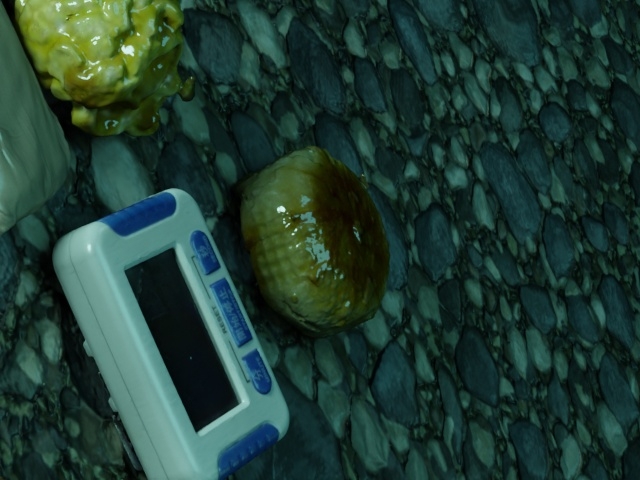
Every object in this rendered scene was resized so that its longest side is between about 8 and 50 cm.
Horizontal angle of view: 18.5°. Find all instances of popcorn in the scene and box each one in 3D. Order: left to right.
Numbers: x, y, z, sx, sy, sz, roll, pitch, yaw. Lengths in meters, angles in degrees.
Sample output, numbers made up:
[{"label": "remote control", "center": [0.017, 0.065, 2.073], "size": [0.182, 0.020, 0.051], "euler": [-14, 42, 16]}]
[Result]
[{"label": "popcorn", "center": [-0.191, -0.179, 1.758], "size": [0.180, 0.170, 0.180], "euler": [-58, 164, -26]}]

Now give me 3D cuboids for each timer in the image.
[{"label": "timer", "center": [-0.136, 0.091, 1.754], "size": [0.178, 0.078, 0.253], "euler": [-27, 95, -57]}]

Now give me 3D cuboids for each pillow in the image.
[{"label": "pillow", "center": [-0.297, -0.143, 1.643], "size": [0.270, 0.067, 0.173], "euler": [64, 26, -10]}]

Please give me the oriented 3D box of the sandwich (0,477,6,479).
[{"label": "sandwich", "center": [-0.287, 0.245, 1.350], "size": [0.301, 0.162, 0.250], "euler": [23, 33, -13]}]

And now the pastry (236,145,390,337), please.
[{"label": "pastry", "center": [0.000, 0.000, 2.004], "size": [0.182, 0.093, 0.193], "euler": [-18, 88, -62]}]
